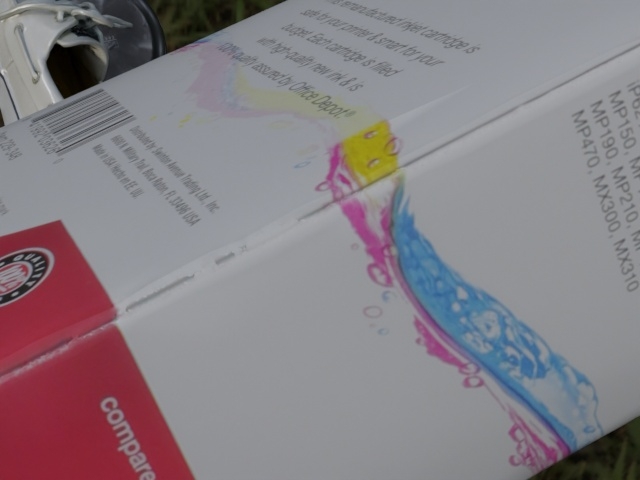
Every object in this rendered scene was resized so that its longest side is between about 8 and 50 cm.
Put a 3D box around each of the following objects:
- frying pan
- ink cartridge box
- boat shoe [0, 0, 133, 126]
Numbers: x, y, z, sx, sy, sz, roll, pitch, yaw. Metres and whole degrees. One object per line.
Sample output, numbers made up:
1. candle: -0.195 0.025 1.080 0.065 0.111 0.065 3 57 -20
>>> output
1. frying pan: -0.274 -0.168 1.583 0.197 0.053 0.326 10 78 -28
2. ink cartridge box: 0.000 0.000 0.490 0.306 0.131 0.226 -25 24 -11
3. boat shoe: -0.261 -0.189 1.365 0.156 0.135 0.367 -33 63 28
